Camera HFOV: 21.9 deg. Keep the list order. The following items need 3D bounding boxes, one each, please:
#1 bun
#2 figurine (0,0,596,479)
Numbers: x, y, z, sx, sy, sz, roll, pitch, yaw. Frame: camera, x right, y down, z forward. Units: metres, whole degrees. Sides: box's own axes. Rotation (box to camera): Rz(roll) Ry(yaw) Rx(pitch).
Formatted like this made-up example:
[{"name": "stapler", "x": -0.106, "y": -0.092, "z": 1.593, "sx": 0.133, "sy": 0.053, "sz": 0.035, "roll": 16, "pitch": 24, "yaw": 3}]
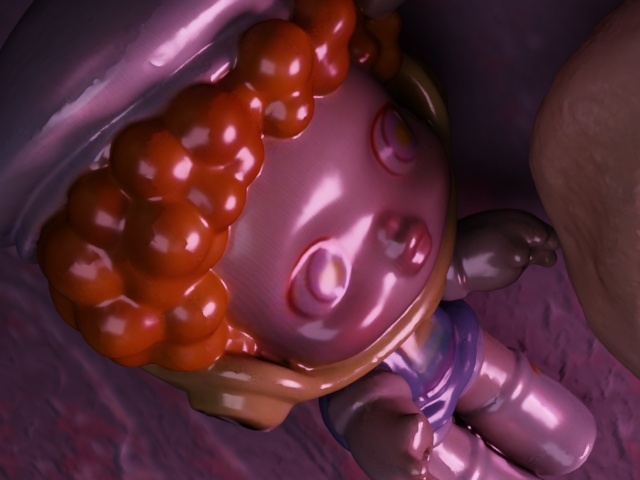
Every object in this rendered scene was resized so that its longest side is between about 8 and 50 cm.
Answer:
[{"name": "bun", "x": 0.212, "y": -0.038, "z": 0.710, "sx": 0.259, "sy": 0.160, "sz": 0.259, "roll": 3, "pitch": 136, "yaw": 3}, {"name": "figurine", "x": -0.016, "y": 0.026, "z": 0.781, "sx": 0.205, "sy": 0.224, "sz": 0.382, "roll": 9, "pitch": 136, "yaw": 49}]
